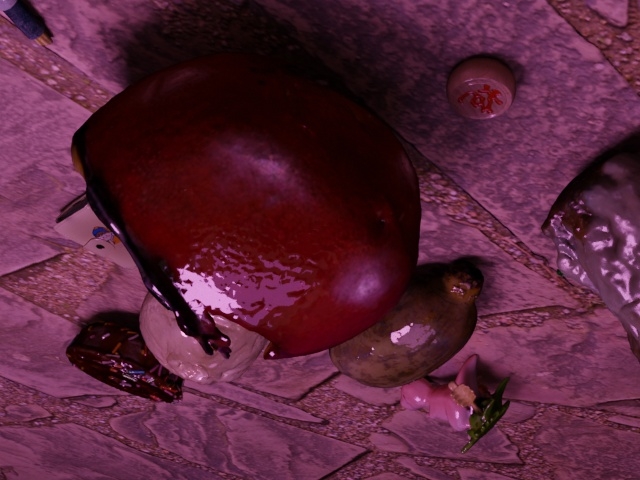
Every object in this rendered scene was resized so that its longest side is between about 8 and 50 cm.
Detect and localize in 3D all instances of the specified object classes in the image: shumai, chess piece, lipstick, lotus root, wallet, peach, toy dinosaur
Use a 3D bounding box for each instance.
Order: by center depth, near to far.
[{"bbox_3d":[-0.359,-0.269,1.169,0.037,0.037,0.116,-7,148,20],"label":"lipstick"},{"bbox_3d":[0.193,-0.182,1.184,0.084,0.038,0.083,4,146,2],"label":"chess piece"},{"bbox_3d":[-0.094,-0.048,1.190,0.417,0.353,0.339,8,-169,-11],"label":"peach"},{"bbox_3d":[0.416,0.025,1.244,0.264,0.304,0.309,25,139,-5],"label":"shumai"},{"bbox_3d":[-0.325,-0.014,1.535,0.110,0.039,0.155,-28,133,36],"label":"wallet"},{"bbox_3d":[0.139,0.138,1.574,0.173,0.173,0.309,28,135,-28],"label":"lotus root"},{"bbox_3d":[0.252,0.283,1.822,0.177,0.152,0.194,43,139,17],"label":"toy dinosaur"}]

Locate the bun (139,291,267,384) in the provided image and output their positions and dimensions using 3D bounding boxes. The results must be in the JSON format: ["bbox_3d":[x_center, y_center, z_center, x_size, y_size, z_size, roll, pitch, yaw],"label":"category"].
[{"bbox_3d":[-0.189,0.159,1.668,0.244,0.153,0.243,2,147,1],"label":"bun"}]

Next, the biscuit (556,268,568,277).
[{"bbox_3d":[0.391,0.034,1.485,0.046,0.016,0.089,12,146,-8],"label":"biscuit"}]

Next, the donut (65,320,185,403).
[{"bbox_3d":[-0.350,0.225,1.811,0.235,0.089,0.235,18,158,8],"label":"donut"}]
